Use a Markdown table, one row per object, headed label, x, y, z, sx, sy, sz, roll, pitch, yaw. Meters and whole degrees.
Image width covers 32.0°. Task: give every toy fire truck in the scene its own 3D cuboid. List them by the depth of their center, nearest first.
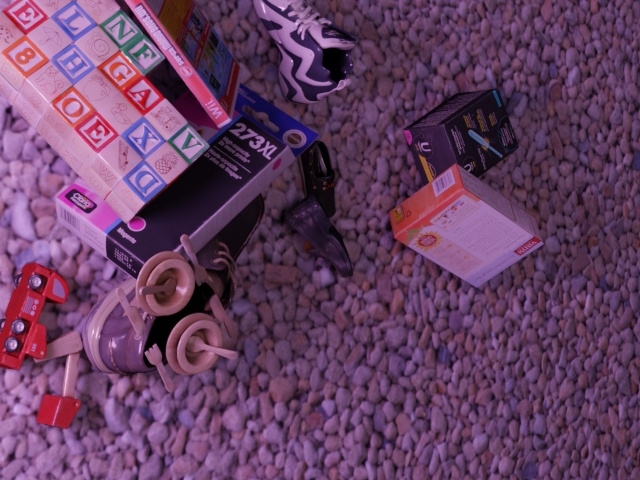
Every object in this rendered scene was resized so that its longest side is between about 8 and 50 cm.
| label | x | y | z | sx | sy | sz | roll | pitch | yaw |
| --- | --- | --- | --- | --- | --- | --- | --- | --- | --- |
| toy fire truck | -0.362 | 0.139 | 1.472 | 0.135 | 0.047 | 0.192 | 30 | 69 | -38 |

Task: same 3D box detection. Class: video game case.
| label | x | y | z | sx | sy | sz | roll | pitch | yaw |
| --- | --- | --- | --- | --- | --- | --- | --- | --- | --- |
| video game case | -0.203 | -0.308 | 1.533 | 0.285 | 0.025 | 0.204 | 54 | 17 | -23 |

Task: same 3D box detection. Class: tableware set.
| label | x | y | z | sx | sy | sz | roll | pitch | yaw |
| --- | --- | --- | --- | --- | --- | --- | --- | --- | --- |
| tableware set | -0.176 | 0.101 | 1.449 | 0.128 | 0.039 | 0.194 | -42 | 130 | -27 |

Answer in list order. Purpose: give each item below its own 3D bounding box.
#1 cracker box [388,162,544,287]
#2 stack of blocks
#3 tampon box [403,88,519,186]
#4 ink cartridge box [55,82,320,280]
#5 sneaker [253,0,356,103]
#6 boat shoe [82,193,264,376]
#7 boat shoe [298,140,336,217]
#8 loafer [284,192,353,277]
| label | x | y | z | sx | sy | sz | roll | pitch | yaw |
| --- | --- | --- | --- | --- | --- | --- | --- | --- | --- |
| cracker box | 0.253 | -0.022 | 1.928 | 0.232 | 0.156 | 0.067 | 30 | 35 | -37 |
| stack of blocks | -0.285 | -0.191 | 1.443 | 0.297 | 0.087 | 0.171 | 47 | 59 | -5 |
| tampon box | 0.247 | -0.179 | 1.960 | 0.161 | 0.101 | 0.120 | -35 | 111 | -34 |
| ink cartridge box | -0.175 | -0.103 | 1.559 | 0.371 | 0.176 | 0.069 | -45 | 162 | -33 |
| sneaker | -0.012 | -0.328 | 1.703 | 0.094 | 0.153 | 0.235 | -19 | 102 | -41 |
| boat shoe | -0.175 | 0.058 | 1.562 | 0.355 | 0.130 | 0.132 | -53 | 138 | -26 |
| boat shoe | 0.000 | -0.097 | 1.789 | 0.049 | 0.042 | 0.133 | -27 | 109 | -40 |
| loafer | 0.000 | 0.000 | 1.788 | 0.061 | 0.062 | 0.170 | -28 | 122 | 4 |
